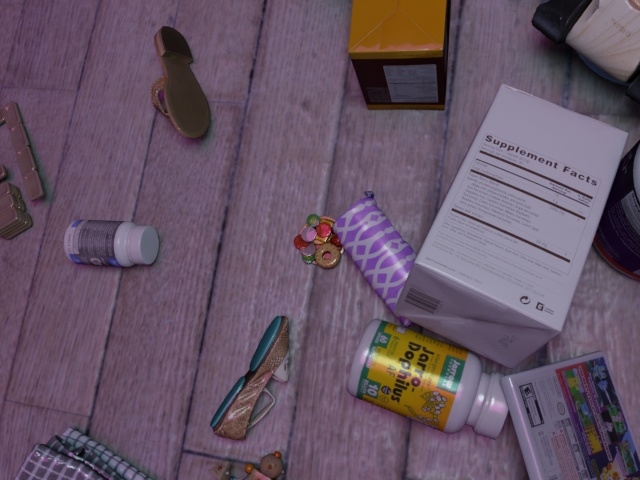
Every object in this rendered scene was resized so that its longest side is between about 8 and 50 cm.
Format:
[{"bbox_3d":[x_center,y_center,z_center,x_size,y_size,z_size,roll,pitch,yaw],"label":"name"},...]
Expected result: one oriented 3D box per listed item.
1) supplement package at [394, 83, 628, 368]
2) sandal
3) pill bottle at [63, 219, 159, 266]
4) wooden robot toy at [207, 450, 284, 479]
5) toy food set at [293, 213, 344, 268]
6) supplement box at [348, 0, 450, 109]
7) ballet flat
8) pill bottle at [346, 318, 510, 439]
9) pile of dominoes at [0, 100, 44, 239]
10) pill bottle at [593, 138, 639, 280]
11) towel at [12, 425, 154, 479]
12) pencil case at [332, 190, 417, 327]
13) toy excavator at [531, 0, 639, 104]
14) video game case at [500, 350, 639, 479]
[{"bbox_3d":[0.241,-0.018,0.749,0.175,0.177,0.293,25,65,11],"label":"supplement package"},{"bbox_3d":[-0.261,-0.260,1.018,0.079,0.088,0.240,-32,63,36],"label":"sandal"},{"bbox_3d":[-0.348,0.005,0.966,0.137,0.078,0.078,2,79,13],"label":"pill bottle"},{"bbox_3d":[-0.075,0.351,0.844,0.173,0.076,0.079,26,74,15],"label":"wooden robot toy"},{"bbox_3d":[0.000,0.000,0.924,0.082,0.020,0.083,19,83,15],"label":"toy food set"},{"bbox_3d":[0.128,-0.325,0.873,0.129,0.194,0.191,3,79,13],"label":"supplement box"},{"bbox_3d":[-0.090,0.215,0.884,0.067,0.073,0.206,32,89,-11],"label":"ballet flat"},{"bbox_3d":[0.152,0.196,0.801,0.208,0.117,0.118,19,83,15],"label":"pill bottle"},{"bbox_3d":[-0.614,-0.116,1.082,0.196,0.040,0.251,-30,66,5],"label":"pile of dominoes"},{"bbox_3d":[0.446,-0.056,0.683,0.181,0.323,0.181,-2,78,11],"label":"pill bottle"},{"bbox_3d":[-0.382,0.459,0.858,0.235,0.121,0.284,28,85,15],"label":"towel"},{"bbox_3d":[0.102,0.031,0.863,0.086,0.088,0.206,-41,72,23],"label":"pencil case"},{"bbox_3d":[0.561,-0.436,0.805,0.222,0.445,0.433,43,133,16],"label":"toy excavator"},{"bbox_3d":[0.335,0.259,0.747,0.183,0.023,0.201,-6,74,-26],"label":"video game case"}]
